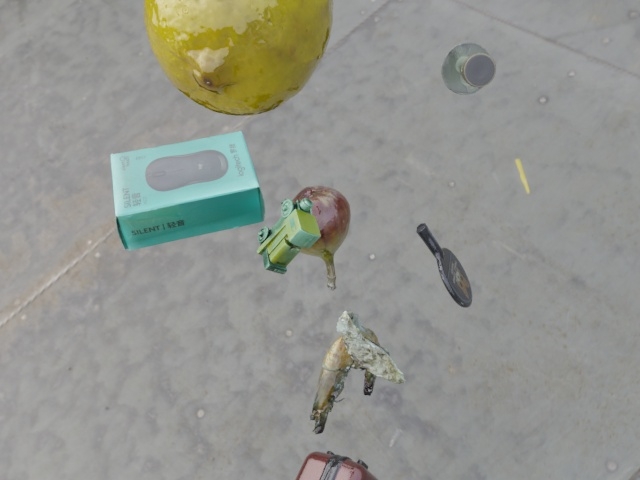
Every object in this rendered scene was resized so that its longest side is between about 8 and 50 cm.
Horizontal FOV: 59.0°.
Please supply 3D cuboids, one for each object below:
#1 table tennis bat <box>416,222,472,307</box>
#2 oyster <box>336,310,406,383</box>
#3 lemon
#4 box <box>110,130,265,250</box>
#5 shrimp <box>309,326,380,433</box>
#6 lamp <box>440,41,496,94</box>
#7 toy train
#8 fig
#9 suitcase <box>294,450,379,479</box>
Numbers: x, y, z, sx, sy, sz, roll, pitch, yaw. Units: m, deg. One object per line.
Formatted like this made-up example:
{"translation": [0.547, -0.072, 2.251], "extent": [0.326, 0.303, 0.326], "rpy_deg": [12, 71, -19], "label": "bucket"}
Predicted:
{"translation": [0.298, 0.058, 1.344], "extent": [0.027, 0.236, 0.150], "rpy_deg": [-27, 20, 29], "label": "table tennis bat"}
{"translation": [0.056, 0.130, 0.648], "extent": [0.037, 0.098, 0.100], "rpy_deg": [-39, 75, -7], "label": "oyster"}
{"translation": [-0.106, -0.303, 0.754], "extent": [0.260, 0.261, 0.284], "rpy_deg": [-15, 28, 12], "label": "lemon"}
{"translation": [-0.295, -0.115, 1.247], "extent": [0.311, 0.118, 0.205], "rpy_deg": [-12, 49, -10], "label": "box"}
{"translation": [0.053, 0.266, 1.069], "extent": [0.051, 0.150, 0.217], "rpy_deg": [26, 95, 46], "label": "shrimp"}
{"translation": [0.347, -0.403, 1.327], "extent": [0.121, 0.121, 0.215], "rpy_deg": [-24, 15, 6], "label": "lamp"}
{"translation": [-0.048, -0.007, 0.829], "extent": [0.122, 0.050, 0.081], "rpy_deg": [-47, 43, 31], "label": "toy train"}
{"translation": [-0.015, -0.008, 1.220], "extent": [0.143, 0.231, 0.160], "rpy_deg": [12, 34, 2], "label": "fig"}
{"translation": [0.051, 0.612, 1.215], "extent": [0.161, 0.297, 0.236], "rpy_deg": [2, 52, 37], "label": "suitcase"}
